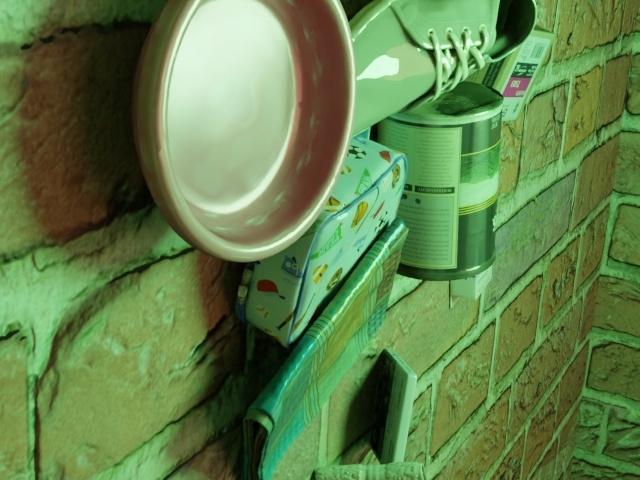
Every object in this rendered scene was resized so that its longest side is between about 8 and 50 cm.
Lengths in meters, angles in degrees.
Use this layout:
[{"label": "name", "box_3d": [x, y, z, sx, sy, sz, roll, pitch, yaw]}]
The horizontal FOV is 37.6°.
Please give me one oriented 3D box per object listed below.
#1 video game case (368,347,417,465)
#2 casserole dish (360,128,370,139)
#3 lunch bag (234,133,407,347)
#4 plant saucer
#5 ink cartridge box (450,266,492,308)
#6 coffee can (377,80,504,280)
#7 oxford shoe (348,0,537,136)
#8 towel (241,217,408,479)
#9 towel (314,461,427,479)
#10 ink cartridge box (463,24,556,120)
[{"label": "video game case", "box_3d": [0.127, 0.304, 1.666, 0.173, 0.022, 0.191, -138, -125, -77]}, {"label": "casserole dish", "box_3d": [0.036, -0.202, 1.366, 0.114, 0.037, 0.189, -33, 130, -55]}, {"label": "lunch bag", "box_3d": [0.000, 0.000, 1.274, 0.303, 0.115, 0.243, -38, 151, -51]}, {"label": "plant saucer", "box_3d": [-0.084, -0.145, 1.005, 0.332, 0.084, 0.332, -23, 118, -50]}, {"label": "ink cartridge box", "box_3d": [0.323, 0.053, 2.006, 0.104, 0.061, 0.181, -43, 137, -49]}, {"label": "coffee can", "box_3d": [0.189, -0.100, 1.524, 0.201, 0.201, 0.276, -39, 134, -51]}, {"label": "oxford shoe", "box_3d": [0.158, -0.269, 1.313, 0.449, 0.130, 0.169, -36, 140, -35]}, {"label": "towel", "box_3d": [0.009, 0.168, 1.334, 0.370, 0.040, 0.271, -50, 163, -31]}, {"label": "towel", "box_3d": [0.103, 0.475, 1.625, 0.049, 0.187, 0.282, -85, 164, -46]}, {"label": "ink cartridge box", "box_3d": [0.352, -0.331, 1.820, 0.234, 0.088, 0.193, -18, 133, -60]}]
